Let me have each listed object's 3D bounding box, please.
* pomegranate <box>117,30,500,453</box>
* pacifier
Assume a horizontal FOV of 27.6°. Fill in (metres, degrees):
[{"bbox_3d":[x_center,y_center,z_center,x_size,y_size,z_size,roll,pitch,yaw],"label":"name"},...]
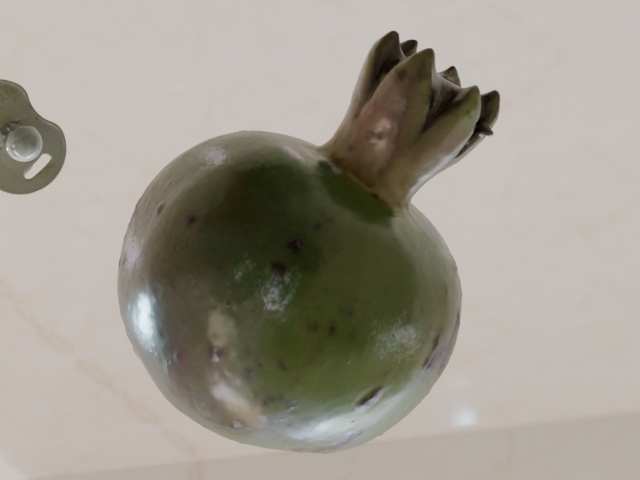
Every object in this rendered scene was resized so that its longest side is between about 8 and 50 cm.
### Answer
[{"bbox_3d":[0.000,0.000,0.420,0.114,0.114,0.142,16,-69,-53],"label":"pomegranate"},{"bbox_3d":[-0.202,-0.062,0.847,0.068,0.064,0.083,-46,-64,-13],"label":"pacifier"}]
